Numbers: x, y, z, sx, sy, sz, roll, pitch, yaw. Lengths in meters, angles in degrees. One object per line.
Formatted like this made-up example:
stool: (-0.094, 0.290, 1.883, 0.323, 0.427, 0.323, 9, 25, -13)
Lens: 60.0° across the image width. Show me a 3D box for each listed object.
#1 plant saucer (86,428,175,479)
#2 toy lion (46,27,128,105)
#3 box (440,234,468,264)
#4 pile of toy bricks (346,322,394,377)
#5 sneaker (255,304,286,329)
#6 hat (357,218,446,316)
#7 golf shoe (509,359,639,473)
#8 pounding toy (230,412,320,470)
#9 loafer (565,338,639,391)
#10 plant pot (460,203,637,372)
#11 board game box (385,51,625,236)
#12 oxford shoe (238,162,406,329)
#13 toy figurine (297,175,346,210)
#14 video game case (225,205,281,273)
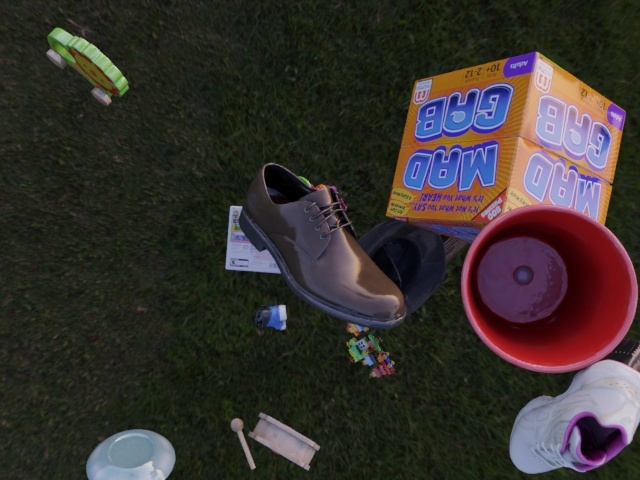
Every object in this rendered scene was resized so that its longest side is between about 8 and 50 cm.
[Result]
plant saucer: (-0.433, 0.494, 1.272, 0.194, 0.195, 0.037, 4, 116, -6)
toy lion: (-0.254, -0.194, 0.607, 0.100, 0.096, 0.034, 40, 75, -11)
box: (0.360, -0.044, 1.698, 0.167, 0.203, 0.168, -44, 66, 3)
pile of toy bricks: (0.133, 0.345, 1.744, 0.105, 0.118, 0.212, -34, 83, 27)
sneaker: (-0.138, 0.213, 1.520, 0.084, 0.152, 0.058, -4, 73, -7)
hat: (0.175, 0.069, 1.511, 0.331, 0.134, 0.331, -8, 110, -22)
golf shoe: (0.398, 0.318, 0.904, 0.115, 0.140, 0.306, 34, 132, 10)
pounding toy: (-0.151, 0.618, 1.662, 0.269, 0.154, 0.155, 28, 69, 5)
loafer: (0.901, 0.447, 1.716, 0.366, 0.133, 0.130, -29, 103, -26)
plant pot: (0.382, 0.075, 1.001, 0.274, 0.243, 0.275, 0, 91, 10)
board game box: (0.436, -0.180, 1.329, 0.356, 0.356, 0.357, 15, 86, -33)
oxford shoe: (0.000, 0.000, 0.559, 0.227, 0.082, 0.096, 40, 132, 25)
toy figurine: (-0.003, -0.084, 1.350, 0.130, 0.159, 0.173, 21, 117, 35)
video game case: (-0.175, -0.001, 1.683, 0.212, 0.023, 0.193, 4, 90, 1)
